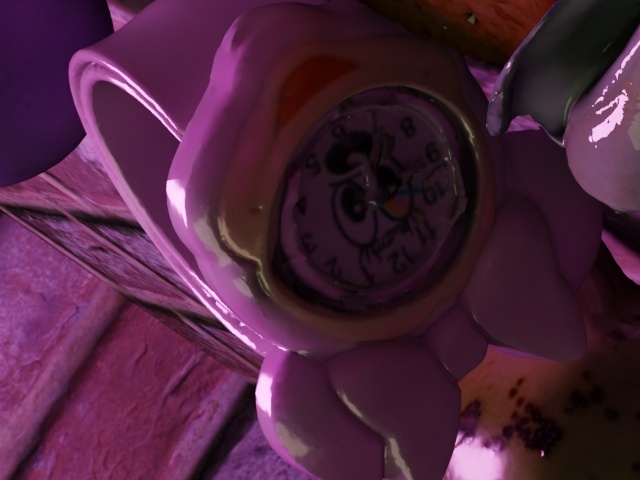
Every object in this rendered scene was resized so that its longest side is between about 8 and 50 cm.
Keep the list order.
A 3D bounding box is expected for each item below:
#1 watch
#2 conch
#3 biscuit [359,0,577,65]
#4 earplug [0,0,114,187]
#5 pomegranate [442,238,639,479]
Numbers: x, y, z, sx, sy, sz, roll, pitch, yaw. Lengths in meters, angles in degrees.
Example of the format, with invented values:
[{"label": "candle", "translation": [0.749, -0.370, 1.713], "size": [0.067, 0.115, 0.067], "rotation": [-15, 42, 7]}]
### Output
[{"label": "watch", "translation": [-0.004, -0.027, 0.981], "size": [0.217, 0.211, 0.248], "rotation": [25, 150, 59]}, {"label": "conch", "translation": [0.116, -0.056, 0.756], "size": [0.088, 0.065, 0.180], "rotation": [20, 153, 15]}, {"label": "biscuit", "translation": [0.029, -0.131, 0.783], "size": [0.188, 0.027, 0.188], "rotation": [30, 171, 6]}, {"label": "earplug", "translation": [-0.330, -0.172, 1.228], "size": [0.456, 0.215, 0.215], "rotation": [25, 168, 21]}, {"label": "pomegranate", "translation": [0.142, 0.082, 1.066], "size": [0.214, 0.214, 0.247], "rotation": [7, 120, 68]}]
